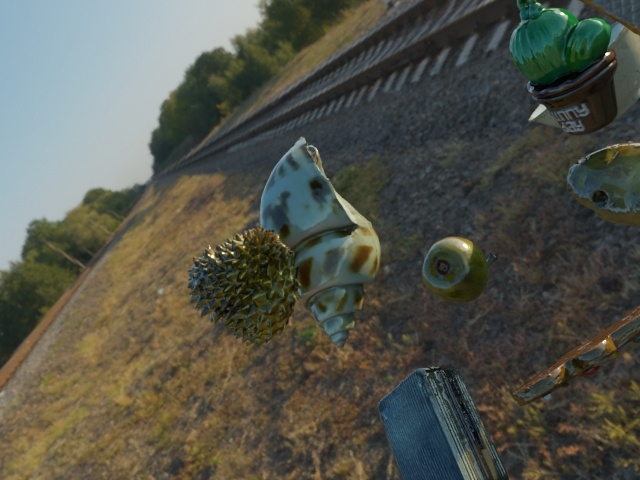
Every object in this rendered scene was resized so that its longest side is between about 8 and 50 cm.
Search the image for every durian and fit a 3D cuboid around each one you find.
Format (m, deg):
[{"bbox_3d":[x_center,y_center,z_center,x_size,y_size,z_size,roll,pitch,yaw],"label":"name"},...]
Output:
[{"bbox_3d":[-0.138,0.077,1.052,0.249,0.137,0.183,-24,53,45],"label":"durian"}]

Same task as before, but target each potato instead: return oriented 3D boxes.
[{"bbox_3d":[0.701,-0.129,1.408,0.296,0.141,0.192,16,82,44],"label":"potato"}]

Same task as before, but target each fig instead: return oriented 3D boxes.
[{"bbox_3d":[0.300,0.065,1.377,0.186,0.142,0.148,38,-112,-68],"label":"fig"}]

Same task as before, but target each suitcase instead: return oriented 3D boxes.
[{"bbox_3d":[0.246,0.425,1.289,0.202,0.128,0.312,-53,45,42],"label":"suitcase"}]

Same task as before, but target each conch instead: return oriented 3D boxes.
[{"bbox_3d":[0.000,-0.001,1.158,0.197,0.368,0.249,-33,-24,-8],"label":"conch"}]

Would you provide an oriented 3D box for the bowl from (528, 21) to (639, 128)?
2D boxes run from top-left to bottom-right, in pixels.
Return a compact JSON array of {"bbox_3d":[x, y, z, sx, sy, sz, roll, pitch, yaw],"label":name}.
[{"bbox_3d":[0.640,-0.348,1.434,0.313,0.146,0.313,-50,-2,-3],"label":"bowl"}]

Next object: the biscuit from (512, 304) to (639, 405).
[{"bbox_3d":[0.301,0.124,0.689,0.204,0.031,0.138,-31,-16,-2],"label":"biscuit"}]

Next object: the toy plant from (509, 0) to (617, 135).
[{"bbox_3d":[0.322,-0.237,0.824,0.105,0.200,0.143,-39,19,-15],"label":"toy plant"}]

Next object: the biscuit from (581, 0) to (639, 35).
[{"bbox_3d":[0.483,-0.421,1.033,0.054,0.379,0.094,2,-51,-53],"label":"biscuit"}]
